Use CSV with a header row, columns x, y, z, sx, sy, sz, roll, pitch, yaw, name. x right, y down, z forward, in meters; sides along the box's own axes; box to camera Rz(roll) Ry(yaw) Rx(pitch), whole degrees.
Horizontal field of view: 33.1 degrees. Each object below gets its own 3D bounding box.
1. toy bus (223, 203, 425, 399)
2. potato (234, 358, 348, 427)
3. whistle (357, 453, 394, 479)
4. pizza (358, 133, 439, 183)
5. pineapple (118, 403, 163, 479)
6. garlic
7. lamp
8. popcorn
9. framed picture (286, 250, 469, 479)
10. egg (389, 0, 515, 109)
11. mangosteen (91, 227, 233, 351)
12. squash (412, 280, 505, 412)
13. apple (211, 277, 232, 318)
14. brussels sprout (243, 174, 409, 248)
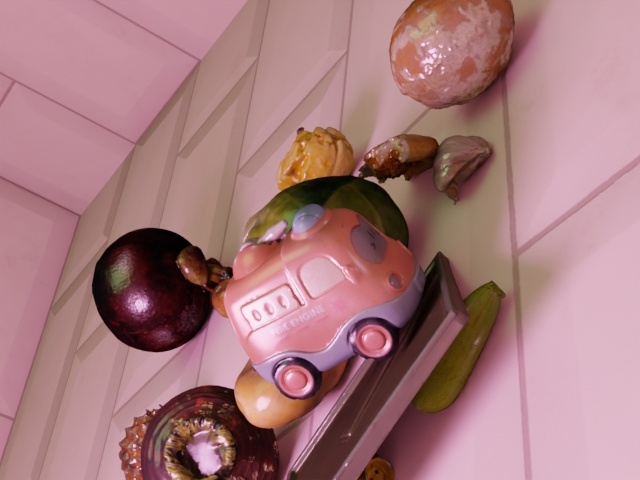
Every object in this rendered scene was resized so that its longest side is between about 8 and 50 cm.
x,y,z,sx,sy,sz,roll,pitch,yaw,name
-0.005,0.070,1.568,0.288,0.232,0.194,-31,12,22,toy bus
-0.041,0.206,1.754,0.234,0.146,0.150,-58,1,-21,potato
0.062,0.330,1.535,0.109,0.046,0.057,149,129,-62,whistle
0.132,-0.131,1.765,0.271,0.134,0.056,136,115,-82,pizza
-0.332,0.426,2.148,0.193,0.166,0.166,-51,24,30,pineapple
0.215,-0.124,1.683,0.094,0.074,0.113,-52,7,49,garlic
-0.184,0.362,1.794,0.247,0.247,0.247,-48,26,32,lamp
-0.010,-0.146,2.117,0.167,0.148,0.152,-42,52,13,popcorn
0.065,0.236,1.533,0.446,0.028,0.326,-57,5,13,framed picture
0.216,-0.323,1.758,0.233,0.195,0.195,-56,22,26,egg
-0.370,0.101,2.444,0.293,0.297,0.297,-48,26,37,mangosteen
0.186,0.144,1.446,0.201,0.066,0.066,-58,22,0,squash
-0.191,0.124,2.301,0.084,0.071,0.084,-39,31,29,apple
0.000,0.000,1.760,0.271,0.210,0.219,-8,21,35,brussels sprout
